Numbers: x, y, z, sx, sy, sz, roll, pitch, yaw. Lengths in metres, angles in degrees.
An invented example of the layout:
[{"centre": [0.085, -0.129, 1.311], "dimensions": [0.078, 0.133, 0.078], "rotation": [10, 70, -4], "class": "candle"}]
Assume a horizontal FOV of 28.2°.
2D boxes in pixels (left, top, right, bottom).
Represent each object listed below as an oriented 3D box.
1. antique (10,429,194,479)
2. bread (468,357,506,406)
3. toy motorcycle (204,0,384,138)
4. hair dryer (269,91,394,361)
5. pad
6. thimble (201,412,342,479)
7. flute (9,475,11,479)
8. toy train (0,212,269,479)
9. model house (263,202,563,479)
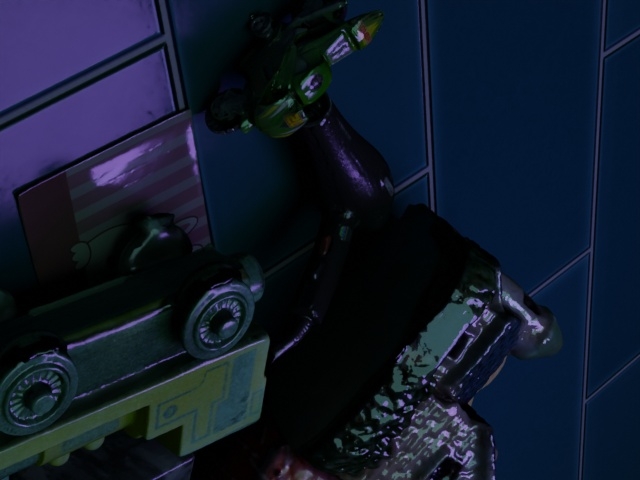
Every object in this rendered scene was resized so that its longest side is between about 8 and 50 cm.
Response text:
[{"centre": [-0.230, 0.256, 1.295], "dimensions": [0.183, 0.086, 0.088], "rotation": [-22, 142, -39], "class": "antique"}, {"centre": [0.142, 0.152, 1.676], "dimensions": [0.316, 0.054, 0.316], "rotation": [-25, 130, -34], "class": "bread"}, {"centre": [-0.029, -0.167, 1.232], "dimensions": [0.190, 0.106, 0.074], "rotation": [-50, 142, -9], "class": "toy motorcycle"}, {"centre": [0.000, 0.000, 1.312], "dimensions": [0.235, 0.091, 0.272], "rotation": [58, 43, -58], "class": "hair dryer"}, {"centre": [-0.188, 0.033, 1.272], "dimensions": [0.202, 0.005, 0.300], "rotation": [-31, 134, -31], "class": "pad"}, {"centre": [-0.041, 0.293, 1.473], "dimensions": [0.189, 0.163, 0.125], "rotation": [36, 90, -42], "class": "thimble"}, {"centre": [-0.245, 0.207, 1.320], "dimensions": [0.269, 0.014, 0.014], "rotation": [-27, 132, -34], "class": "flute"}, {"centre": [-0.213, 0.127, 1.197], "dimensions": [0.368, 0.150, 0.237], "rotation": [-21, 135, -36], "class": "toy train"}, {"centre": [0.133, 0.158, 1.455], "dimensions": [0.284, 0.243, 0.298], "rotation": [38, 93, -28], "class": "model house"}]
